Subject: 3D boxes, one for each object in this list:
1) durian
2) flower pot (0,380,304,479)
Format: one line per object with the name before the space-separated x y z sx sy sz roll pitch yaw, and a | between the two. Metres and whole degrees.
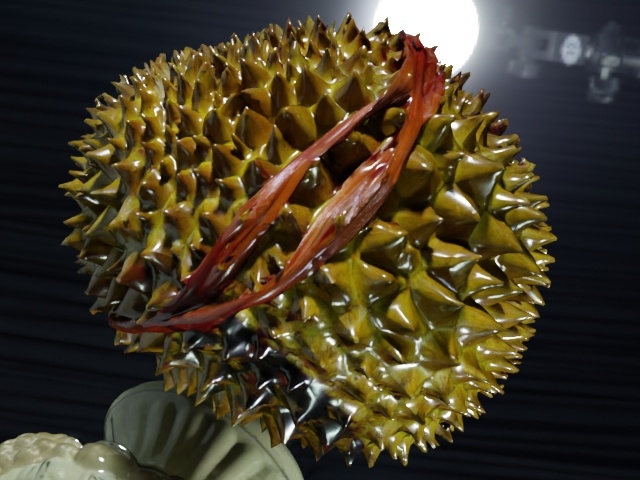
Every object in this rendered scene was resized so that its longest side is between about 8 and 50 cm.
durian | -0.003 0.000 0.678 0.347 0.384 0.347 -37 -135 49
flower pot | -0.153 0.263 0.735 0.244 0.307 0.307 -51 153 -51
